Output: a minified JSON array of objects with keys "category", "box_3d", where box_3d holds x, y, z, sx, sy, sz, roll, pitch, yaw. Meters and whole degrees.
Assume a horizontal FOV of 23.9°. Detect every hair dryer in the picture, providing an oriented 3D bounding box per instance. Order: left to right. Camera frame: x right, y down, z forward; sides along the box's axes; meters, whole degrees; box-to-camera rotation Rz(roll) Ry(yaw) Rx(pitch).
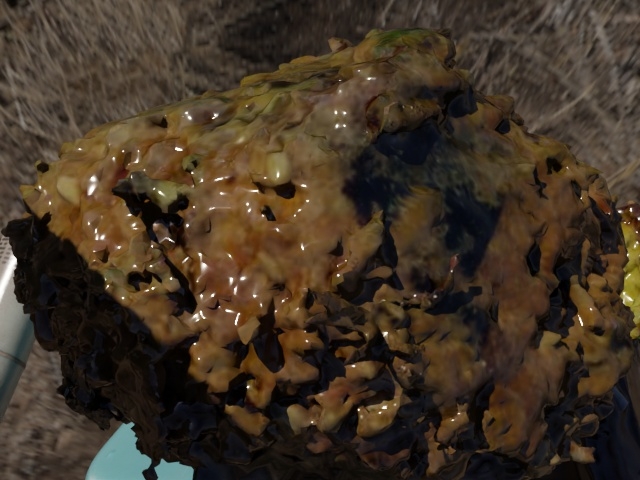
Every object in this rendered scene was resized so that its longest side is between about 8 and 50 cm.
[{"category":"hair dryer","box_3d":[-0.306,0.076,1.105,0.220,0.053,0.195,9,71,32]}]

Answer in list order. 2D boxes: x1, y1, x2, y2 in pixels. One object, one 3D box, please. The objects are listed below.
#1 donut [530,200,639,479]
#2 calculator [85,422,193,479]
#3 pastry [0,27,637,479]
[{"category":"donut","box_3d":[0.167,0.101,0.831,0.096,0.230,0.216,-17,124,28]},{"category":"calculator","box_3d":[-0.001,0.074,1.030,0.386,0.256,0.054,-44,111,-33]},{"category":"pastry","box_3d":[0.000,0.000,0.637,0.275,0.275,0.192,3,109,-1]}]
